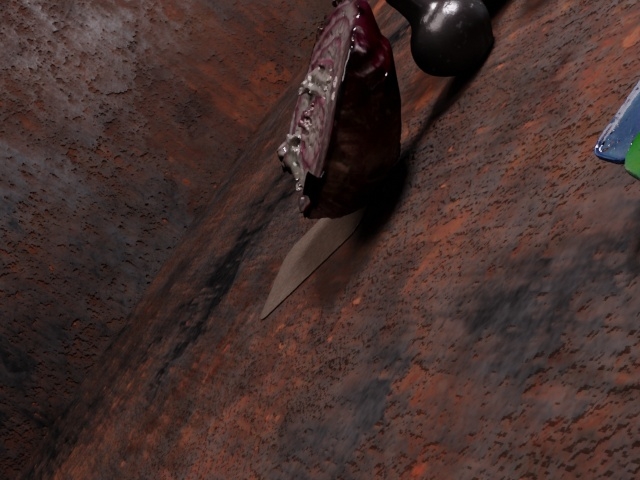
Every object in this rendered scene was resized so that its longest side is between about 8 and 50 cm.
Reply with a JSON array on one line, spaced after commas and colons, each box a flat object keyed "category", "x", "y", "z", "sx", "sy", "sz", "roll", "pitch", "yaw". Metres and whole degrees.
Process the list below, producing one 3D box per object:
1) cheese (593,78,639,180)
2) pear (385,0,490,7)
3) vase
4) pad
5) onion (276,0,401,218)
[{"category": "cheese", "x": 0.253, "y": -0.068, "z": 0.631, "sx": 0.204, "sy": 0.083, "sz": 0.320, "roll": -56, "pitch": 14, "yaw": 3}, {"category": "pear", "x": 0.193, "y": -0.479, "z": 1.584, "sx": 0.269, "sy": 0.269, "sz": 0.321, "roll": -170, "pitch": 98, "yaw": -77}, {"category": "vase", "x": 0.139, "y": -0.299, "z": 1.457, "sx": 0.120, "sy": 0.183, "sz": 0.120, "roll": -51, "pitch": 14, "yaw": 17}, {"category": "pad", "x": 0.000, "y": 0.000, "z": 1.599, "sx": 0.266, "sy": 0.002, "sz": 0.176, "roll": -45, "pitch": 16, "yaw": 38}, {"category": "onion", "x": 0.048, "y": -0.174, "z": 1.446, "sx": 0.314, "sy": 0.146, "sz": 0.280, "roll": -97, "pitch": 26, "yaw": -63}]
